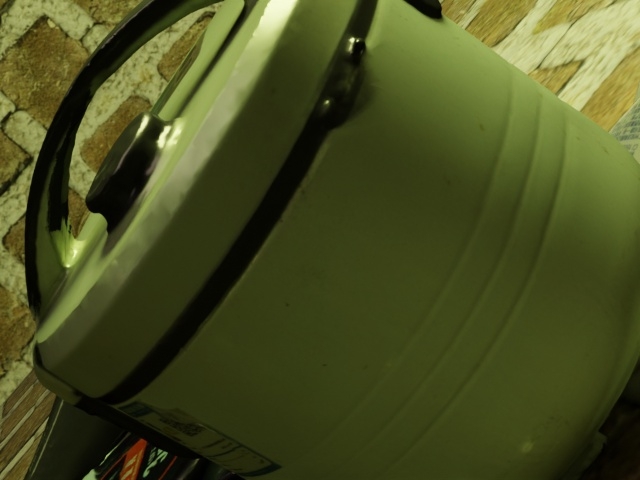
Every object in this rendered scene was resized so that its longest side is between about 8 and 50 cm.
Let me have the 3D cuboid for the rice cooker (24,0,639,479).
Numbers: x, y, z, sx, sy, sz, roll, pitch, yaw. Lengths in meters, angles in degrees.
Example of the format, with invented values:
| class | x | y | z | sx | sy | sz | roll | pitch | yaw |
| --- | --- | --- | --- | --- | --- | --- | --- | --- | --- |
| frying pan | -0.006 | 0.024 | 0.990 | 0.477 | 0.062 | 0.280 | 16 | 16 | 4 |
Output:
| class | x | y | z | sx | sy | sz | roll | pitch | yaw |
| --- | --- | --- | --- | --- | --- | --- | --- | --- | --- |
| rice cooker | 0.000 | 0.000 | 0.479 | 0.226 | 0.244 | 0.226 | -50 | 20 | 26 |

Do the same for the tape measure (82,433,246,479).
| class | x | y | z | sx | sy | sz | roll | pitch | yaw |
| --- | --- | --- | --- | --- | --- | --- | --- | --- | --- |
| tape measure | -0.074 | 0.157 | 0.604 | 0.181 | 0.107 | 0.182 | -43 | 13 | 12 |

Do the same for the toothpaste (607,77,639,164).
| class | x | y | z | sx | sy | sz | roll | pitch | yaw |
| --- | --- | --- | --- | --- | --- | --- | --- | --- | --- |
| toothpaste | 0.175 | -0.068 | 0.580 | 0.266 | 0.061 | 0.096 | -58 | 15 | -11 |

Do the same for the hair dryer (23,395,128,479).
| class | x | y | z | sx | sy | sz | roll | pitch | yaw |
| --- | --- | --- | --- | --- | --- | --- | --- | --- | --- |
| hair dryer | -0.170 | 0.162 | 1.006 | 0.303 | 0.120 | 0.359 | -59 | 23 | -9 |
